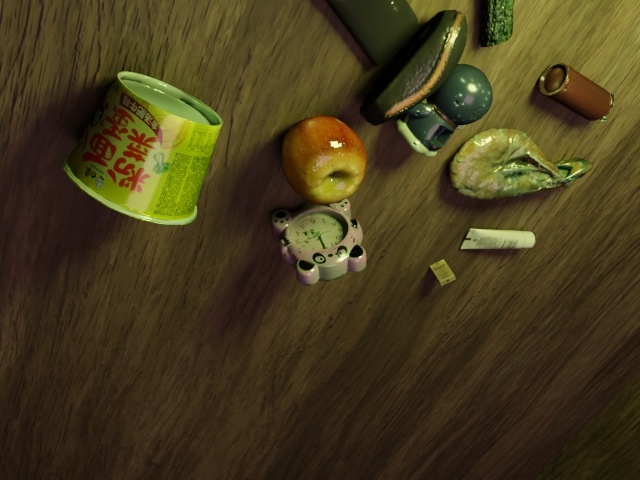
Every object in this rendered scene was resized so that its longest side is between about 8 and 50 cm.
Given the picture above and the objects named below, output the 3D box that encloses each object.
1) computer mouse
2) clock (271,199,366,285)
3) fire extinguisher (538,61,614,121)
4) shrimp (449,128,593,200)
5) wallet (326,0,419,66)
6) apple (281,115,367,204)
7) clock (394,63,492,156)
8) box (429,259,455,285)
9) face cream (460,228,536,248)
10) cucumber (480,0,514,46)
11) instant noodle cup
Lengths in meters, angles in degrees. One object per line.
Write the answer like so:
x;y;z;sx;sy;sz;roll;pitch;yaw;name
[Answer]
0.227;-0.388;1.491;0.116;0.183;0.323;38;113;-11;computer mouse
0.000;0.000;1.697;0.228;0.248;0.090;-16;136;-9;clock
0.718;-0.399;1.749;0.269;0.105;0.105;16;122;-32;fire extinguisher
0.576;-0.218;1.853;0.446;0.110;0.221;-1;122;-17;shrimp
0.117;-0.516;1.428;0.149;0.044;0.250;-39;133;9;wallet
0.005;-0.201;1.578;0.210;0.173;0.235;-19;143;-11;apple
0.320;-0.330;1.610;0.199;0.146;0.243;18;127;-46;clock
0.394;0.103;2.065;0.053;0.083;0.024;-25;130;1;box
0.577;-0.002;2.072;0.244;0.058;0.092;1;135;-16;face cream
0.414;-0.572;1.484;0.077;0.077;0.265;-17;132;-8;cucumber
-0.361;-0.206;1.357;0.311;0.311;0.221;18;111;-34;instant noodle cup
